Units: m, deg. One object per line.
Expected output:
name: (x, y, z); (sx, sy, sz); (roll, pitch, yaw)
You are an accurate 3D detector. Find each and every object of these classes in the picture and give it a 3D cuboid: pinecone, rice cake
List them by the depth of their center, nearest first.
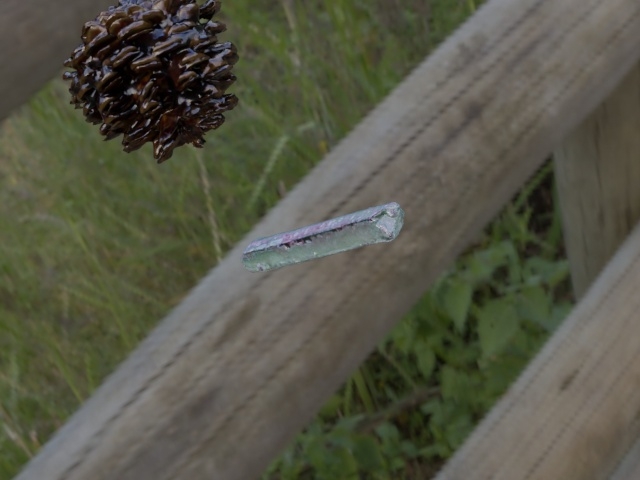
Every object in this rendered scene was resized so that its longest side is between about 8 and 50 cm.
rice cake: (0.000, -0.001, 1.429); (0.207, 0.033, 0.033); (-15, 26, 42)
pinecone: (-0.196, -0.195, 1.731); (0.221, 0.221, 0.221); (-10, 47, 11)
